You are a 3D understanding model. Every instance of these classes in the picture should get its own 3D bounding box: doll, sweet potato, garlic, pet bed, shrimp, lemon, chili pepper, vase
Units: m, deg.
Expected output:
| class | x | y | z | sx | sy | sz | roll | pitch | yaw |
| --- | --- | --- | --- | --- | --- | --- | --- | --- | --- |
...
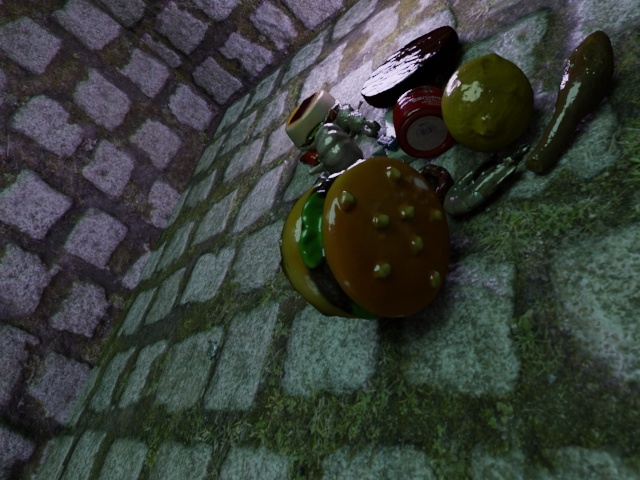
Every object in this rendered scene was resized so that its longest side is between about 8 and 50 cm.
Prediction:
| class | x | y | z | sx | sy | sz | roll | pitch | yaw |
| --- | --- | --- | --- | --- | --- | --- | --- | --- | --- |
| doll | 0.154 | -0.487 | 1.866 | 0.285 | 0.091 | 0.203 | 174 | 95 | -65 |
| sweet potato | 0.602 | -0.332 | 1.080 | 0.109 | 0.109 | 0.386 | 13 | 74 | 58 |
| garlic | 0.042 | -0.306 | 1.719 | 0.212 | 0.218 | 0.219 | -40 | 32 | 19 |
| pet bed | 0.294 | -0.139 | 1.336 | 0.201 | 0.053 | 0.201 | -31 | 34 | 24 |
| shrimp | 0.422 | -0.160 | 1.183 | 0.254 | 0.059 | 0.145 | -47 | 20 | 18 |
| lemon | 0.435 | -0.357 | 1.205 | 0.233 | 0.233 | 0.288 | -30 | 32 | 33 |
| chili pepper | -0.034 | -0.361 | 2.017 | 0.071 | 0.063 | 0.272 | -43 | 26 | -9 |
| vase | 0.020 | -0.235 | 1.806 | 0.211 | 0.060 | 0.060 | -52 | 30 | -9 |

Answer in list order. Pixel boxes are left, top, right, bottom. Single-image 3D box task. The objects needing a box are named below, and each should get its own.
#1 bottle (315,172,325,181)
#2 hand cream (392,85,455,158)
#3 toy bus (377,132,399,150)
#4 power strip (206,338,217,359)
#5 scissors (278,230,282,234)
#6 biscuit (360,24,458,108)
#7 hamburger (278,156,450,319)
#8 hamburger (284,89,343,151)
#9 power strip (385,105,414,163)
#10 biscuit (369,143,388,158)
| class | x | y | z | sx | sy | sz | roll | pitch | yaw |
| --- | --- | --- | --- | --- | --- | --- | --- | --- | --- |
| bottle | 0.021 | -0.269 | 1.855 | 0.097 | 0.045 | 0.045 | -57 | 30 | -5 |
| hand cream | 0.318 | -0.358 | 1.399 | 0.193 | 0.193 | 0.125 | -33 | 39 | 29 |
| toy bus | 0.230 | -0.330 | 1.548 | 0.038 | 0.046 | 0.083 | -53 | 32 | 0 |
| power strip | -0.415 | 0.409 | 1.738 | 0.055 | 0.035 | 0.083 | -38 | 35 | 23 |
| scissors | -0.143 | -0.021 | 1.844 | 0.058 | 0.014 | 0.119 | -49 | 33 | -3 |
| biscuit | 0.342 | -0.654 | 1.754 | 0.407 | 0.091 | 0.407 | -33 | 26 | 18 |
| hamburger | 0.132 | -0.002 | 1.087 | 0.277 | 0.395 | 0.396 | -17 | 44 | 54 |
| hamburger | -0.026 | -0.539 | 2.087 | 0.302 | 0.170 | 0.302 | -39 | 27 | 24 |
| power strip | 0.282 | -0.375 | 1.612 | 0.106 | 0.043 | 0.368 | -31 | 36 | 32 |
| biscuit | 0.175 | -0.144 | 1.439 | 0.186 | 0.079 | 0.309 | 109 | 168 | -45 |
